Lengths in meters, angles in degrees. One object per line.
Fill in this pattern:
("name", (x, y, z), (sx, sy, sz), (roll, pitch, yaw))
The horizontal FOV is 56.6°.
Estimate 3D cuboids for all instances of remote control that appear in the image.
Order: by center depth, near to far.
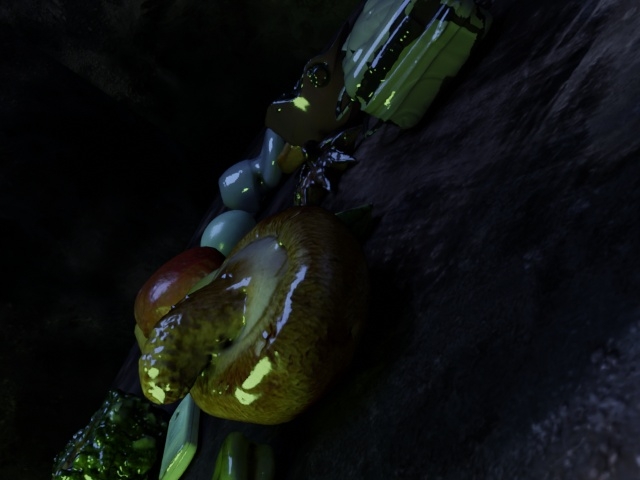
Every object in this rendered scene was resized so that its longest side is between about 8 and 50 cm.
("remote control", (-0.280, 0.393, 1.199), (0.098, 0.038, 0.233), (-55, 15, 4))

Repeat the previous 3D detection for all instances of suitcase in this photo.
("suitcase", (0.142, -0.362, 1.150), (0.339, 0.194, 0.351), (-52, 16, 23))

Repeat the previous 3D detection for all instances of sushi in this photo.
("sushi", (-0.488, 0.504, 1.343), (0.294, 0.178, 0.352), (-50, 13, 12))

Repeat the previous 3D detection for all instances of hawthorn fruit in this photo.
("hawthorn fruit", (-0.280, 0.147, 1.319), (0.258, 0.258, 0.261), (-41, 20, 44))

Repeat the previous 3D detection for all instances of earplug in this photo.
("earplug", (-0.213, -0.239, 2.009), (0.325, 0.175, 0.214), (-53, 18, 10))

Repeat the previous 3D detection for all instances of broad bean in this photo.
("broad bean", (-0.124, 0.355, 0.772), (0.153, 0.073, 0.206), (-118, 51, -75))

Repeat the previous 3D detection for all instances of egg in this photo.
("egg", (-0.267, -0.003, 1.743), (0.192, 0.149, 0.149), (-48, 17, 12))

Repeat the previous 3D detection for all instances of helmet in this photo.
("helmet", (0.018, -0.373, 1.543), (0.338, 0.197, 0.271), (-44, 10, 12))

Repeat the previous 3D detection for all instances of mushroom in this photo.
("mushroom", (-0.067, 0.101, 0.827), (0.345, 0.239, 0.345), (-18, 43, 18))

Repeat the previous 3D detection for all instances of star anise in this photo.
("star anise", (-0.005, -0.183, 1.407), (0.272, 0.103, 0.272), (-49, 20, 25))

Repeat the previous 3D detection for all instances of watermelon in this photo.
("watermelon", (-0.020, -0.005, 1.075), (0.129, 0.123, 0.301), (-51, 19, -29))

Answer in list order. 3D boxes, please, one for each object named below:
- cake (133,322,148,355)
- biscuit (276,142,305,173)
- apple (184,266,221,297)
("cake", (-0.355, 0.257, 1.512), (0.185, 0.178, 0.208), (-35, -16, 5))
("biscuit", (-0.032, -0.333, 1.809), (0.274, 0.091, 0.213), (-60, 13, -20))
("apple", (-0.153, 0.133, 1.064), (0.200, 0.200, 0.200), (-50, 16, 21))
